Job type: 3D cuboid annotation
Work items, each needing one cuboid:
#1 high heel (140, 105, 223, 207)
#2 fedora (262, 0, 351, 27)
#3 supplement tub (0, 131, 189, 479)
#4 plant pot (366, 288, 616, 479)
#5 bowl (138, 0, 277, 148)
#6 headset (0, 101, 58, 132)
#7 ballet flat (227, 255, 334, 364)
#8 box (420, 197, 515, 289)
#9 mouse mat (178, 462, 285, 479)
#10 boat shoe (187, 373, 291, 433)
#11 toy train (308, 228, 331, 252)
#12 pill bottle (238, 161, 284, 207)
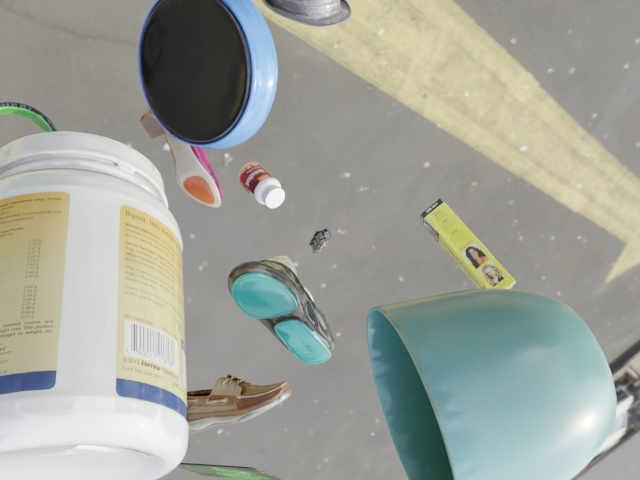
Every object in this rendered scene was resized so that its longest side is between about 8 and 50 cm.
[{"bbox_3d":[-0.371,-0.275,1.873,0.127,0.181,0.377,-8,133,22],"label":"high heel"},{"bbox_3d":[-0.039,-0.707,1.778,0.243,0.275,0.124,-30,145,-34],"label":"fedora"},{"bbox_3d":[-0.250,0.072,0.641,0.228,0.316,0.228,-7,147,-4],"label":"supplement tub"},{"bbox_3d":[0.218,0.192,0.818,0.235,0.293,0.293,-16,143,-9],"label":"plant pot"},{"bbox_3d":[-0.278,-0.407,1.513,0.077,0.391,0.391,-26,151,-54],"label":"bowl"},{"bbox_3d":[-0.908,-0.234,1.796,0.394,0.243,0.185,-55,-166,-30],"label":"headset"},{"bbox_3d":[-0.059,0.088,0.955,0.095,0.096,0.280,-15,141,13],"label":"ballet flat"},{"bbox_3d":[0.303,0.022,1.339,0.058,0.232,0.087,-39,165,-2],"label":"box"},{"bbox_3d":[-0.154,0.393,1.088,0.152,0.007,0.190,-1,155,13],"label":"mouse mat"},{"bbox_3d":[-0.235,0.407,1.659,0.324,0.117,0.123,-18,175,11],"label":"boat shoe"},{"bbox_3d":[0.000,0.000,1.349,0.036,0.027,0.158,-27,174,-11],"label":"toy train"},{"bbox_3d":[-0.170,-0.159,1.874,0.086,0.152,0.086,-23,134,-26],"label":"pill bottle"}]
